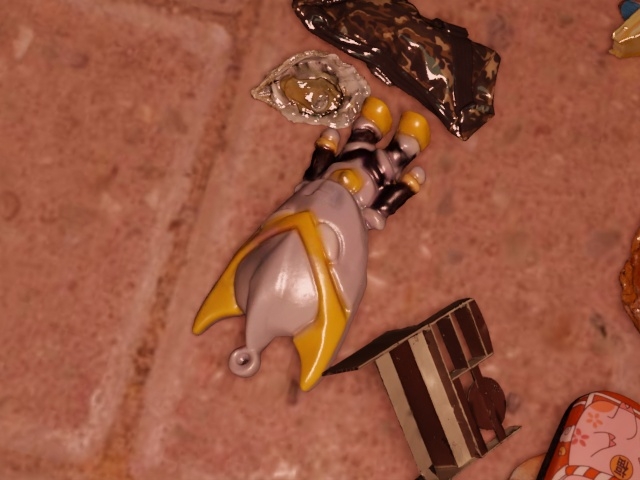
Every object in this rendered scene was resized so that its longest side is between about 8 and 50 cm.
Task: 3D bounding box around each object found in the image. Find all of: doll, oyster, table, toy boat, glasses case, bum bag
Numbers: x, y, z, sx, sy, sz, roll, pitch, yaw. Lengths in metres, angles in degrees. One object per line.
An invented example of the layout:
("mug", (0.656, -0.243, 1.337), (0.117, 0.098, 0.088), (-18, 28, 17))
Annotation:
("doll", (0.004, 0.001, 1.238), (0.146, 0.103, 0.316), (32, 74, 5))
("oyster", (-0.006, -0.155, 1.300), (0.098, 0.037, 0.100), (-45, 108, 9))
("table", (0.103, 0.156, 1.217), (0.175, 0.062, 0.146), (-27, 98, -42))
("toy boat", (0.369, -0.261, 1.328), (0.066, 0.065, 0.172), (39, 77, 22))
("glasses case", (0.246, 0.269, 1.178), (0.103, 0.067, 0.266), (28, 67, -5))
("bum bag", (0.085, -0.207, 1.292), (0.248, 0.069, 0.102), (39, 51, 5))

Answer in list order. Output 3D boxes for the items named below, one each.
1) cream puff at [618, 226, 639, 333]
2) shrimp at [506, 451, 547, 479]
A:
("cream puff", (0.419, 0.045, 1.247), (0.169, 0.183, 0.183), (25, 79, -26))
("shrimp", (0.255, 0.335, 1.227), (0.145, 0.059, 0.254), (-12, 77, -16))
